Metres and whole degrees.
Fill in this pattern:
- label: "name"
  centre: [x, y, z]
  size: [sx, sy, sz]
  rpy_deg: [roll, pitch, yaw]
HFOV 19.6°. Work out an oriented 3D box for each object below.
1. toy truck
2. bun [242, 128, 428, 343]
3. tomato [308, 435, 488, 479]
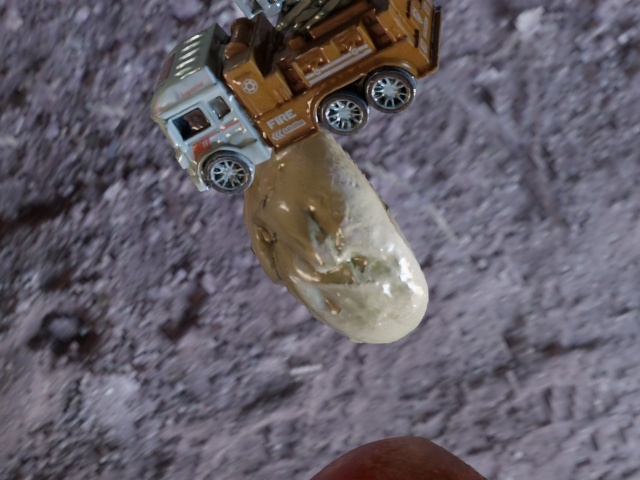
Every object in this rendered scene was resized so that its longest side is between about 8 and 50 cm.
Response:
- label: "toy truck"
  centre: [-0.026, -0.113, 1.117]
  size: [0.115, 0.177, 0.080]
  rpy_deg: [51, 24, -26]
- label: "bun"
  centre: [0.000, 0.000, 1.691]
  size: [0.116, 0.210, 0.237]
  rpy_deg: [-32, 111, -11]
- label: "tomato"
  centre: [0.050, 0.347, 1.594]
  size: [0.338, 0.143, 0.338]
  rpy_deg: [-2, 85, 24]
